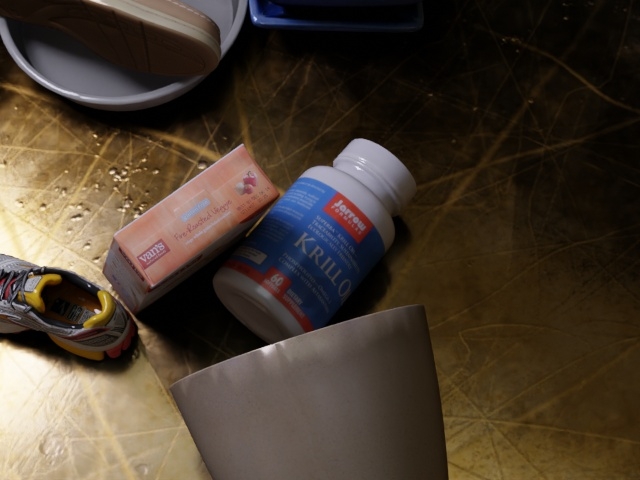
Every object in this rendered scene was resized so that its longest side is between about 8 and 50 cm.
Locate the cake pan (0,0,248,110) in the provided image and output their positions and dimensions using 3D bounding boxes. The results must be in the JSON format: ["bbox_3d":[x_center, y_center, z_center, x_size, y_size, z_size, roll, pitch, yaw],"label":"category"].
[{"bbox_3d":[-0.229,-0.274,1.701,0.293,0.054,0.293,0,65,1],"label":"cake pan"}]

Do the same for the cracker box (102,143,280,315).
[{"bbox_3d":[-0.137,-0.005,1.472,0.156,0.232,0.067,-36,88,-14],"label":"cracker box"}]

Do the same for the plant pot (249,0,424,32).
[{"bbox_3d":[0.026,-0.366,1.642,0.236,0.212,0.236,0,64,-10],"label":"plant pot"}]

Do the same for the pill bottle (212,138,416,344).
[{"bbox_3d":[0.000,0.000,1.528,0.124,0.124,0.221,34,71,16],"label":"pill bottle"}]

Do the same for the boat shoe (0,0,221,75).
[{"bbox_3d":[-0.253,-0.284,1.609,0.341,0.121,0.110,22,68,12],"label":"boat shoe"}]

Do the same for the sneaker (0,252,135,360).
[{"bbox_3d":[-0.305,0.052,1.527,0.225,0.093,0.088,14,66,8],"label":"sneaker"}]

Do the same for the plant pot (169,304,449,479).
[{"bbox_3d":[0.019,0.230,1.376,0.256,0.256,0.274,-17,83,-7],"label":"plant pot"}]
